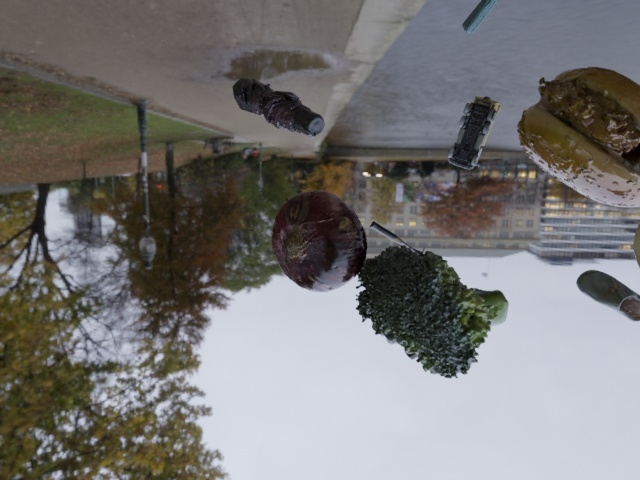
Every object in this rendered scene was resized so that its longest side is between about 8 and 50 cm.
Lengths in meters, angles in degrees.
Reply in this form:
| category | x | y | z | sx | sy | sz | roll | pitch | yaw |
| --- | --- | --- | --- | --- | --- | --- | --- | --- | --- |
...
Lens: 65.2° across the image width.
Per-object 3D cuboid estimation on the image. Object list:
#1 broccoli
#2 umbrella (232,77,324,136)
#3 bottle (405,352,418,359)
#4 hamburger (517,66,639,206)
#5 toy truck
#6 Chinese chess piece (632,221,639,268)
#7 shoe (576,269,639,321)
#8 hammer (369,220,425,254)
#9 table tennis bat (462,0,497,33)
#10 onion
| category | x | y | z | sx | sy | sz | roll | pitch | yaw |
| --- | --- | --- | --- | --- | --- | --- | --- | --- | --- |
| broccoli | 0.298 | 0.168 | 1.152 | 0.397 | 0.275 | 0.353 | 29 | -141 | -13 |
| umbrella | -0.109 | -0.323 | 1.205 | 0.326 | 0.090 | 0.094 | 35 | -174 | 41 |
| bottle | 0.330 | 0.301 | 1.517 | 0.164 | 0.060 | 0.060 | -37 | -176 | 9 |
| hamburger | 0.681 | -0.280 | 1.266 | 0.287 | 0.268 | 0.445 | 23 | -157 | -48 |
| toy truck | 0.494 | -0.345 | 1.599 | 0.098 | 0.227 | 0.114 | 25 | -159 | 21 |
| Chinese chess piece | 0.755 | 0.018 | 0.977 | 0.097 | 0.251 | 0.251 | -20 | -163 | -23 |
| shoe | 0.771 | 0.146 | 1.302 | 0.195 | 0.079 | 0.078 | 32 | -169 | 6 |
| hammer | 0.233 | -0.001 | 1.499 | 0.201 | 0.021 | 0.078 | 31 | 159 | -18 |
| table tennis bat | 0.455 | -0.644 | 1.286 | 0.040 | 0.244 | 0.153 | 39 | -145 | 1 |
| onion | 0.000 | 0.000 | 1.186 | 0.246 | 0.246 | 0.190 | 10 | -156 | 44 |
